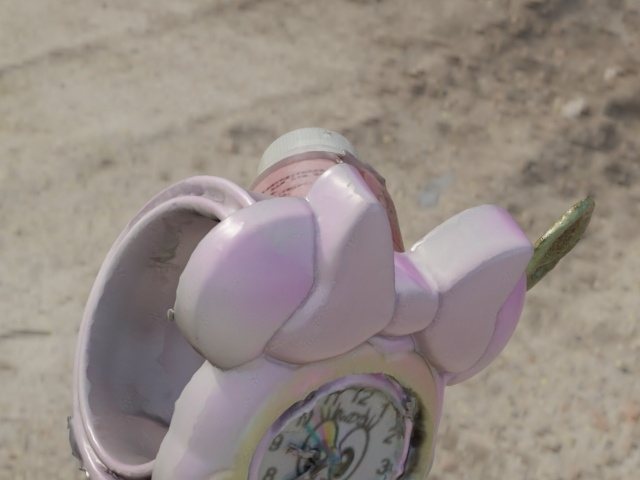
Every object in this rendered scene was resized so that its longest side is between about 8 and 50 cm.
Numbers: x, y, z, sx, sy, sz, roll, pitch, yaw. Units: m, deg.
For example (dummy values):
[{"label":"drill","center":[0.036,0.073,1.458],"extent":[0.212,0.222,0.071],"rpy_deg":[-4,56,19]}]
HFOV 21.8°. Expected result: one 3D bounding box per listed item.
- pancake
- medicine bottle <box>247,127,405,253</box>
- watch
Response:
[{"label":"pancake","center":[0.188,0.006,1.353],"extent":[0.017,0.108,0.108],"rpy_deg":[41,45,17]},{"label":"medicine bottle","center":[0.000,0.000,1.430],"extent":[0.147,0.147,0.247],"rpy_deg":[5,29,-8]},{"label":"watch","center":[-0.040,0.048,0.922],"extent":[0.211,0.248,0.217],"rpy_deg":[14,17,-39]}]
